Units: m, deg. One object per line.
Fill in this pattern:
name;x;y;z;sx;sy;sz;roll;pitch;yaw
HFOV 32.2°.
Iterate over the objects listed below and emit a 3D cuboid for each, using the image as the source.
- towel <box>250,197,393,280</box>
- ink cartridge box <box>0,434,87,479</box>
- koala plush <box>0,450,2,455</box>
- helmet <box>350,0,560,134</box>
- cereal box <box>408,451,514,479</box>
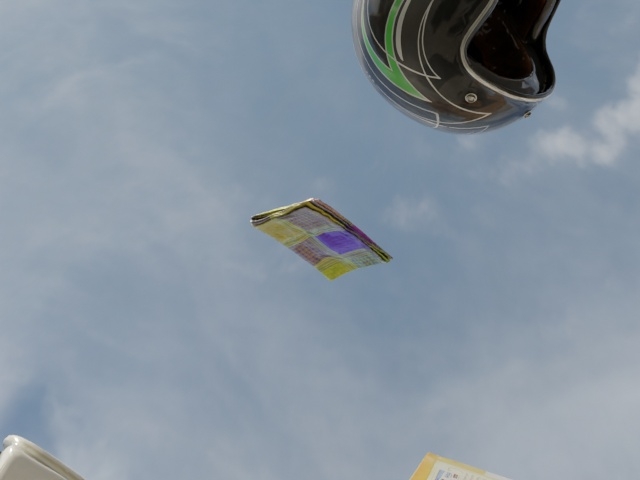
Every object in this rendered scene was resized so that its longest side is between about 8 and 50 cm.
towel;0.000;0.000;0.719;0.060;0.009;0.083;-17;-40;40
ink cartridge box;-0.214;0.325;0.562;0.160;0.279;0.384;34;-120;-4
koala plush;-0.377;0.185;0.987;0.203;0.196;0.221;2;-59;5
helmet;0.106;-0.166;0.866;0.169;0.169;0.161;9;-68;2
cereal box;0.161;0.235;0.770;0.240;0.173;0.047;16;-72;18
